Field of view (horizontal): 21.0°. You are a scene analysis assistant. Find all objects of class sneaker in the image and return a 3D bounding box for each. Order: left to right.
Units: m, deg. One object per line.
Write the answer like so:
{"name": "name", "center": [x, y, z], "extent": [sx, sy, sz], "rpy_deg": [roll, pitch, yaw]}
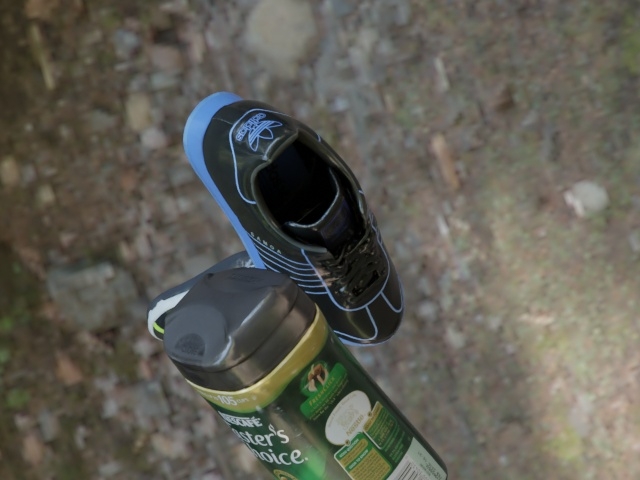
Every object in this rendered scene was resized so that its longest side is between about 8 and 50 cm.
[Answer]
{"name": "sneaker", "center": [-0.101, 0.083, 1.747], "extent": [0.235, 0.084, 0.097], "rpy_deg": [-32, 72, 53]}
{"name": "sneaker", "center": [0.000, 0.000, 1.123], "extent": [0.090, 0.081, 0.232], "rpy_deg": [27, 162, 51]}

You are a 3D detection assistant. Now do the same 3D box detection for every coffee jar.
{"name": "coffee jar", "center": [-0.010, 0.098, 1.021], "extent": [0.184, 0.079, 0.096], "rpy_deg": [52, 157, -25]}
